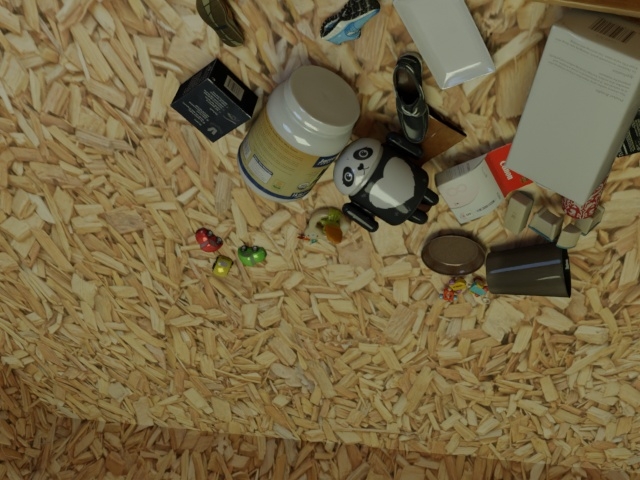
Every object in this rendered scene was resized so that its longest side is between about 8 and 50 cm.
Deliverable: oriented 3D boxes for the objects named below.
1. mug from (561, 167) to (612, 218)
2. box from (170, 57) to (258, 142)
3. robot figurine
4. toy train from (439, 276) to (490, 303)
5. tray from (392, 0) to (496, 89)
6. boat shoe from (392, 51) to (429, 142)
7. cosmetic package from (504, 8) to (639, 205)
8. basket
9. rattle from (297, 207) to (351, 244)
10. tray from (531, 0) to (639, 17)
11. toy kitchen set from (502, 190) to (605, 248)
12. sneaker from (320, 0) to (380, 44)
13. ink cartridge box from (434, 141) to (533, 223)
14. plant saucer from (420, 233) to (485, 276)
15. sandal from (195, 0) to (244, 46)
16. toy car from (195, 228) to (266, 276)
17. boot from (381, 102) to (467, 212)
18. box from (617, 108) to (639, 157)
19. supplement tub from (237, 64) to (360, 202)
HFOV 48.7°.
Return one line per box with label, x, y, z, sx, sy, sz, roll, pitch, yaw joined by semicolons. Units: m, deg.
mug;0.682;-0.155;1.863;0.113;0.150;0.169;-27;143;-10
box;-0.277;-0.363;1.852;0.158;0.093;0.156;-24;129;35
robot figurine;0.167;-0.147;1.819;0.278;0.209;0.173;32;141;-13
toy train;0.474;0.161;2.324;0.166;0.046;0.125;3;141;17
tray;0.288;-0.473;1.620;0.145;0.030;0.270;-15;133;29
boat shoe;0.217;-0.336;1.731;0.084;0.079;0.233;3;128;19
cosmetic package;0.580;-0.294;1.573;0.217;0.156;0.385;33;142;22
basket;0.621;0.091;2.121;0.226;0.154;0.204;-4;142;25
rattle;0.000;0.000;2.186;0.199;0.143;0.130;-30;144;32
tray;0.618;-0.556;1.400;0.410;0.076;0.203;10;141;4
toy kitchen set;0.654;-0.067;1.988;0.207;0.166;0.122;39;149;27
sneaker;0.077;-0.504;1.631;0.162;0.064;0.073;-20;148;39
ink cartridge box;0.446;-0.150;1.899;0.232;0.066;0.189;-18;140;23
plant saucer;0.412;0.039;2.198;0.198;0.036;0.199;7;140;6
sandal;-0.235;-0.532;1.680;0.072;0.049;0.180;-2;154;25
toy car;-0.295;0.055;2.391;0.224;0.053;0.239;0;140;15
boot;0.283;-0.216;1.914;0.264;0.096;0.280;38;128;-18
box;0.749;-0.299;1.667;0.147;0.078;0.180;-14;134;30
supplement tub;-0.058;-0.267;1.803;0.228;0.228;0.316;25;140;-15
